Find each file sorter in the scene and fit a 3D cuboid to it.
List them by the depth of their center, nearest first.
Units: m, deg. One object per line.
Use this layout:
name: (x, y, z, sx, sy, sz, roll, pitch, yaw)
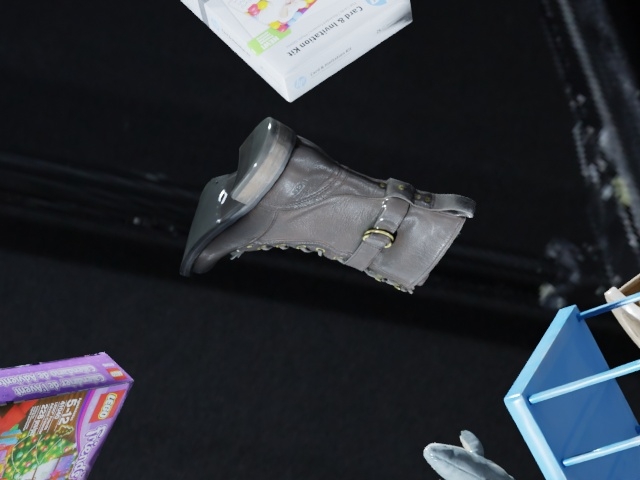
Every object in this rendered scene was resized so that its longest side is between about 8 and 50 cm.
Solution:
file sorter: (0.198, 0.118, 0.745, 0.170, 0.104, 0.118, 61, -149, -8)

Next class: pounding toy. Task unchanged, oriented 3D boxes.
pounding toy: (0.450, 0.078, 1.618, 0.155, 0.269, 0.154, -36, -99, -3)

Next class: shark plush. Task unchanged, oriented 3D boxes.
shark plush: (0.174, 0.261, 1.386, 0.161, 0.067, 0.073, 42, -96, 12)

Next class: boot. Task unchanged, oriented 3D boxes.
boot: (0.000, 0.000, 1.331, 0.229, 0.263, 0.091, 24, -127, -17)

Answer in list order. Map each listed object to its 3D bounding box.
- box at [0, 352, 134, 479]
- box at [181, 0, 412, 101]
box: (-0.333, 0.257, 1.412, 0.057, 0.293, 0.201, 39, -156, 27)
box: (-0.029, -0.228, 1.273, 0.145, 0.038, 0.186, -35, -122, -15)
